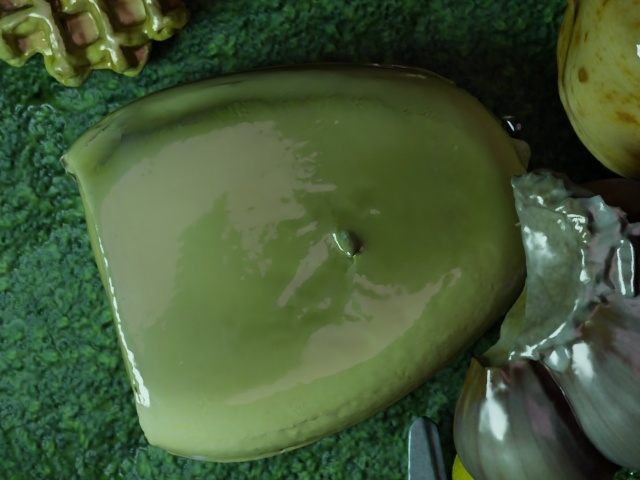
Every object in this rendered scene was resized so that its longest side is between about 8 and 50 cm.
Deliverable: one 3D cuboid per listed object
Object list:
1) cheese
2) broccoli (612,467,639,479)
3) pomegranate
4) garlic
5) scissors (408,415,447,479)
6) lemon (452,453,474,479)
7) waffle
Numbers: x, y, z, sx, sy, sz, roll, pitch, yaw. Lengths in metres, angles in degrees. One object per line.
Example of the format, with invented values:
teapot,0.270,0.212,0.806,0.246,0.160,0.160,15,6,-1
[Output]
cheese,0.000,0.000,0.794,0.315,0.128,0.260,-15,89,-3
broccoli,0.292,0.245,0.745,0.288,0.235,0.260,-43,92,-3
pomegranate,0.254,-0.147,0.746,0.248,0.248,0.248,0,91,0
garlic,0.189,0.070,0.719,0.191,0.160,0.214,15,88,-45
scissors,0.093,0.348,0.849,0.192,0.029,0.447,-5,92,0
lemon,0.134,0.173,0.821,0.082,0.082,0.111,-24,91,1
waffle,-0.176,-0.247,0.824,0.249,0.056,0.253,36,90,-1
